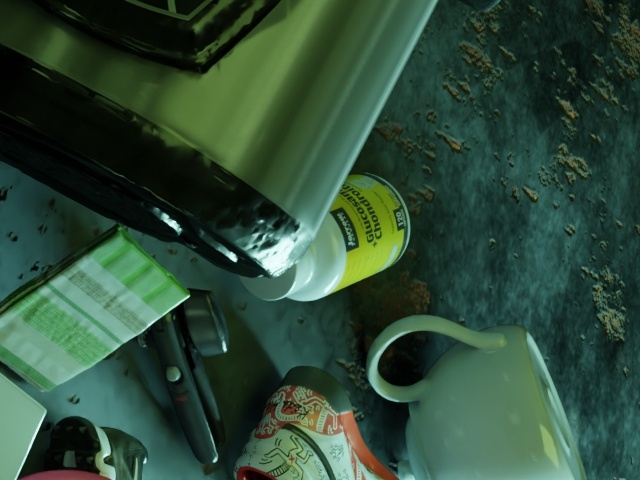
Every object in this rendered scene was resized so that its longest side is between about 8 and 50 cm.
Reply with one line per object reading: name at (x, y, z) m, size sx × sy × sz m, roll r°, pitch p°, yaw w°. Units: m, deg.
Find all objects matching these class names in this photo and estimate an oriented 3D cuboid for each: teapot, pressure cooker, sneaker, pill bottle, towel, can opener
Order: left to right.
towel at (-0.195, 0.055, 1.409) m, size 0.113 × 0.152 × 0.023 m, roll 47°, pitch 12°, yaw -47°
sneaker at (-0.183, 0.267, 1.475) m, size 0.106 × 0.078 × 0.234 m, roll 11°, pitch 81°, yaw -52°
can opener at (-0.118, 0.127, 1.579) m, size 0.059 × 0.073 × 0.186 m, roll -51°, pitch 141°, yaw -51°
pressure cooker at (-0.094, -0.227, 1.271) m, size 0.370 × 0.375 × 0.420 m, roll 36°, pitch 79°, yaw -46°
pill bottle at (0.000, 0.000, 1.694) m, size 0.184 × 0.103 × 0.103 m, roll -22°, pitch 110°, yaw -52°
sneaker at (0.007, 0.266, 1.734) m, size 0.145 × 0.090 × 0.270 m, roll -56°, pitch 130°, yaw -35°
teapot at (0.170, 0.219, 1.891) m, size 0.252 × 0.187 × 0.256 m, roll 43°, pitch 29°, yaw -69°

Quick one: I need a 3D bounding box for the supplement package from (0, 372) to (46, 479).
supplement package at (-0.300, 0.175, 1.282) m, size 0.105 × 0.105 × 0.179 m, roll 47°, pitch 56°, yaw -44°

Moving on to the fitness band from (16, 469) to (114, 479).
fitness band at (-0.213, 0.322, 1.355) m, size 0.209 × 0.054 × 0.291 m, roll 18°, pitch 69°, yaw -16°
